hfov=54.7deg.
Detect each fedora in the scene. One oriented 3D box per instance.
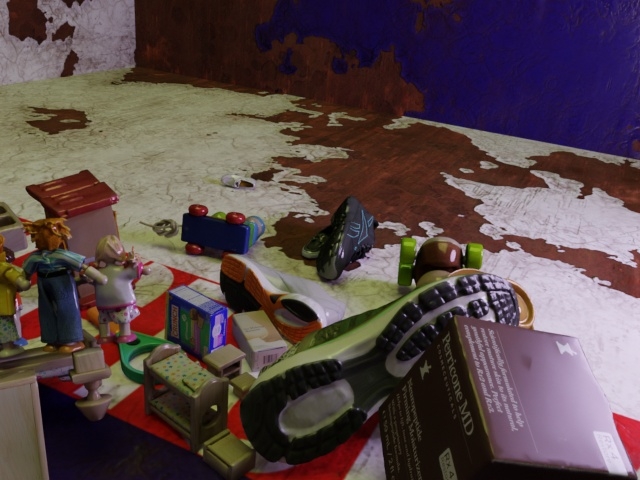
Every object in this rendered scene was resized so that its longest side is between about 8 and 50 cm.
[{"bbox_3d":[0.305,0.117,1.071,0.194,0.079,0.194,13,54,-18],"label":"fedora"}]

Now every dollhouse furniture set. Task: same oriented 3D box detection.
[{"bbox_3d":[-0.430,0.234,0.777,0.303,0.174,0.355,-7,3,-28],"label":"dollhouse furniture set"},{"bbox_3d":[-0.122,0.204,0.848,0.181,0.101,0.161,23,29,34],"label":"dollhouse furniture set"},{"bbox_3d":[-0.523,0.033,1.046,0.374,0.201,0.152,-21,35,-35],"label":"dollhouse furniture set"}]

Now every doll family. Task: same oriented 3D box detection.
[{"bbox_3d":[-0.351,0.056,0.766,0.262,0.163,0.118,-5,3,12],"label":"doll family"}]

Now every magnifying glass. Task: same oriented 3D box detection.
[{"bbox_3d":[-0.307,0.163,0.997,0.231,0.026,0.092,24,30,37],"label":"magnifying glass"}]

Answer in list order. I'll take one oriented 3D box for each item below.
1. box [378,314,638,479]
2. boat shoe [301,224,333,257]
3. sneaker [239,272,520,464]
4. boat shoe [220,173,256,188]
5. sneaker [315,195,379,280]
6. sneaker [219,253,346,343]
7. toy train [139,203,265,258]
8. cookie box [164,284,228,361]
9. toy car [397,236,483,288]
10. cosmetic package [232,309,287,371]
[{"bbox_3d":[0.185,0.217,0.679,0.167,0.203,0.169,12,42,-16],"label":"box"},{"bbox_3d":[0.000,0.000,1.409,0.049,0.040,0.142,16,26,22],"label":"boat shoe"},{"bbox_3d":[0.075,0.140,0.858,0.410,0.158,0.182,-21,16,-9],"label":"sneaker"},{"bbox_3d":[-0.231,-0.162,1.736,0.100,0.035,0.035,11,21,-5],"label":"boat shoe"},{"bbox_3d":[0.069,0.000,1.353,0.106,0.101,0.267,35,39,-10],"label":"sneaker"},{"bbox_3d":[-0.071,0.099,1.129,0.262,0.099,0.121,30,25,30],"label":"sneaker"},{"bbox_3d":[-0.254,-0.035,1.372,0.248,0.105,0.143,12,14,14],"label":"toy train"},{"bbox_3d":[-0.203,0.135,1.001,0.107,0.092,0.040,21,25,33],"label":"cookie box"},{"bbox_3d":[0.223,0.102,1.176,0.155,0.149,0.188,5,52,7],"label":"toy car"},{"bbox_3d":[-0.102,0.163,1.019,0.060,0.041,0.115,-7,27,-25],"label":"cosmetic package"}]
